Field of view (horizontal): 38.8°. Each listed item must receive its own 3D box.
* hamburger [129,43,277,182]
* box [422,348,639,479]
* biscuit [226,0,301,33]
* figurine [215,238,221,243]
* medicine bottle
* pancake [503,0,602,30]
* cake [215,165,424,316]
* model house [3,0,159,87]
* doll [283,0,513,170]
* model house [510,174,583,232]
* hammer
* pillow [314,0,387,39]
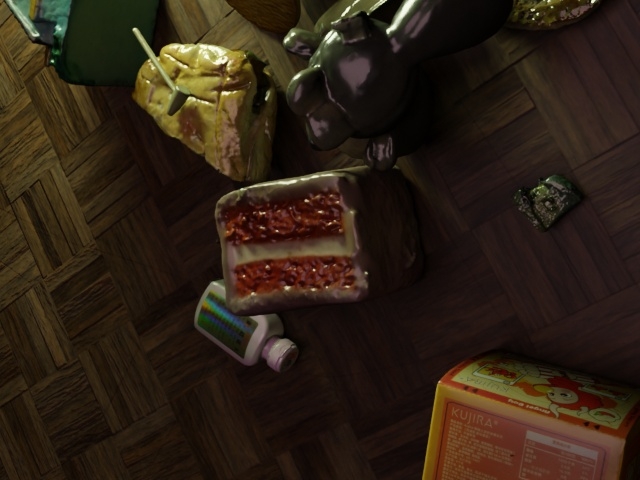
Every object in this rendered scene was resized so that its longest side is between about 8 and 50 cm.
[{"bbox_3d":[-0.183,-0.266,1.695,0.330,0.162,0.209,40,111,27],"label":"hamburger"},{"bbox_3d":[0.339,0.310,1.382,0.284,0.260,0.213,14,104,30],"label":"box"},{"bbox_3d":[-0.131,-0.480,1.619,0.262,0.262,0.037,36,72,24],"label":"biscuit"},{"bbox_3d":[-0.171,-0.027,1.782,0.047,0.051,0.083,37,114,17],"label":"figurine"},{"bbox_3d":[-0.142,0.175,1.771,0.219,0.078,0.115,33,110,25],"label":"medicine bottle"},{"bbox_3d":[0.332,-0.503,1.403,0.356,0.065,0.355,5,99,29],"label":"pancake"},{"bbox_3d":[0.000,0.000,1.578,0.309,0.230,0.236,-9,94,31],"label":"cake"},{"bbox_3d":[-0.502,-0.442,1.801,0.249,0.280,0.229,17,104,23],"label":"model house"},{"bbox_3d":[0.138,-0.255,1.412,0.379,0.382,0.252,-19,93,14],"label":"doll"},{"bbox_3d":[0.359,-0.067,1.436,0.083,0.066,0.078,-46,74,26],"label":"model house"},{"bbox_3d":[-0.302,-0.314,1.666,0.060,0.028,0.195,-49,63,31],"label":"hammer"},{"bbox_3d":[0.067,-0.409,1.564,0.217,0.033,0.130,-38,39,27],"label":"pillow"}]
